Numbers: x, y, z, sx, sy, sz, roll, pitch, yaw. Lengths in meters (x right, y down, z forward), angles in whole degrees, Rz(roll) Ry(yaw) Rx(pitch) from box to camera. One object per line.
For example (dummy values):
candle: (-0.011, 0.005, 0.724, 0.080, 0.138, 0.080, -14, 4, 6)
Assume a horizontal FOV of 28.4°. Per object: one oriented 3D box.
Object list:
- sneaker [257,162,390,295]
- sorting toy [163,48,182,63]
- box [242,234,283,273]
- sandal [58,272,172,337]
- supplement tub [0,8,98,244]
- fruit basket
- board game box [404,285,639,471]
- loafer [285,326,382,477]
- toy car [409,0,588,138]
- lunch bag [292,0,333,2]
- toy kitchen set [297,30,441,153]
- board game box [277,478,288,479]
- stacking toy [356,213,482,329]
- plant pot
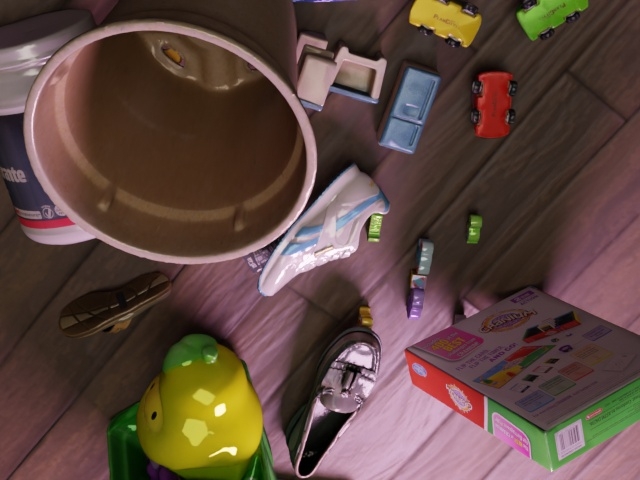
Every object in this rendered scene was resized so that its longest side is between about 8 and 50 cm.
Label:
sneaker: (0.000, 0.000, 1.798, 0.092, 0.087, 0.229, 42, 95, -4)
sorting toy: (-0.190, -0.392, 1.624, 0.196, 0.047, 0.348, 9, 114, 15)
box: (-0.091, -0.002, 1.848, 0.067, 0.018, 0.083, -30, 112, 8)
sandal: (-0.297, 0.104, 1.858, 0.180, 0.072, 0.049, -22, 134, 1)
supplement tub: (-0.342, -0.150, 1.672, 0.191, 0.191, 0.272, -14, 113, 2)
fruit basket: (-0.184, 0.307, 1.782, 0.283, 0.392, 0.392, -26, 112, 7)
board game box: (0.305, 0.179, 1.755, 0.242, 0.316, 0.064, -24, 116, -23)
loafer: (0.024, 0.251, 1.902, 0.096, 0.084, 0.267, 18, 123, -13)
toy car: (0.261, -0.286, 1.737, 0.225, 0.053, 0.239, -31, 112, 8)
lunch bag: (-0.021, -0.380, 1.652, 0.151, 0.096, 0.129, 2, 113, 5)
toy kitchen set: (0.055, -0.183, 1.702, 0.207, 0.166, 0.122, 15, 110, -11)
board game box: (-0.036, 0.489, 2.049, 0.160, 0.039, 0.212, 7, 113, -8)
stacking toy: (0.146, 0.057, 1.874, 0.167, 0.052, 0.221, 4, 112, -6)
plant pot: (-0.154, -0.194, 1.532, 0.333, 0.305, 0.334, 4, 130, 4)
